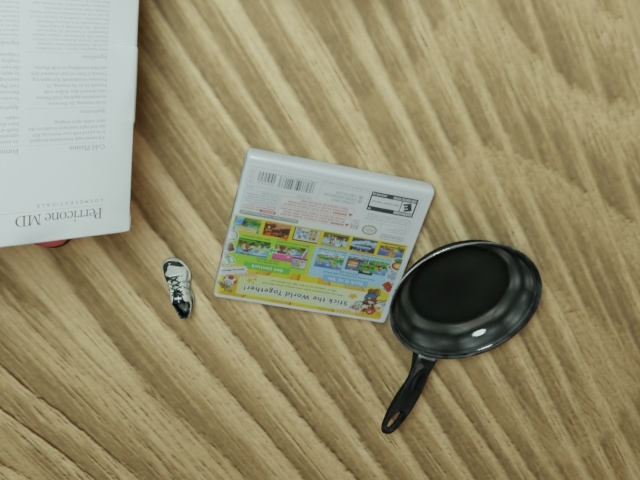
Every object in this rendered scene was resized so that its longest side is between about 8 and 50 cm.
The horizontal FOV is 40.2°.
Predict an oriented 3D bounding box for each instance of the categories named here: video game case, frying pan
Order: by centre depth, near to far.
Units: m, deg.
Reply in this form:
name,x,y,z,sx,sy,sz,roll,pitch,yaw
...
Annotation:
name,x,y,z,sx,sy,sz,roll,pitch,yaw
video game case,0.000,0.000,1.065,0.227,0.026,0.206,10,122,-12
frying pan,0.180,0.123,1.145,0.197,0.053,0.326,-5,129,-7

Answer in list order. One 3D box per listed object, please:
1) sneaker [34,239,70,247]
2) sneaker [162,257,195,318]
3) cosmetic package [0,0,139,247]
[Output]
name,x,y,z,sx,sy,sz,roll,pitch,yaw
sneaker,-0.331,-0.107,0.879,0.116,0.136,0.313,8,128,17
sneaker,-0.174,0.060,1.083,0.032,0.037,0.083,-12,122,6
cosmetic package,-0.335,-0.130,0.702,0.377,0.097,0.284,-8,111,-39
